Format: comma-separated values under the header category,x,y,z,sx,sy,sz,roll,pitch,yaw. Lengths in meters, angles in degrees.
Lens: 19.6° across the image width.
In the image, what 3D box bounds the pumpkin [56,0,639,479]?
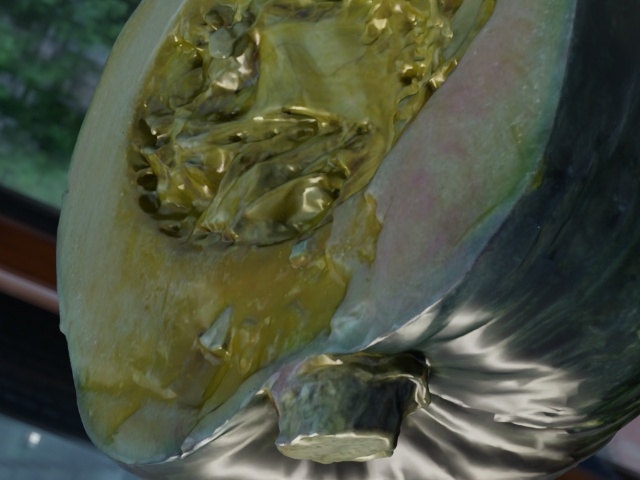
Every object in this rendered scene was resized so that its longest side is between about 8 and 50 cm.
category,x,y,z,sx,sy,sz,roll,pitch,yaw
pumpkin,0.054,-0.015,0.727,0.197,0.263,0.293,24,142,-34
